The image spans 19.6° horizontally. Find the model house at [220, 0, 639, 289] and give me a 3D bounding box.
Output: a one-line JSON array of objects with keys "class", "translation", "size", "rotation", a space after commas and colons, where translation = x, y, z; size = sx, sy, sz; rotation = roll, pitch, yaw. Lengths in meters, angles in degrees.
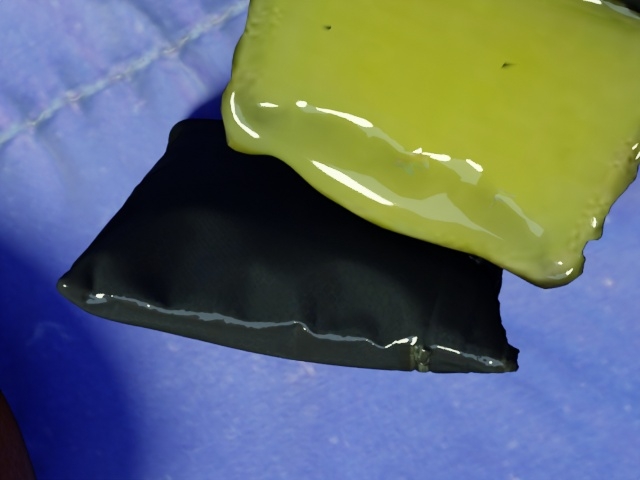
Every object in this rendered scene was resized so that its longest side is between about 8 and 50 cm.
[{"class": "model house", "translation": [0.087, -0.126, 0.889], "size": [0.193, 0.234, 0.175], "rotation": [24, 129, 5]}]

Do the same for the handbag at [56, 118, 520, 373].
[{"class": "handbag", "translation": [0.000, 0.000, 0.941], "size": [0.211, 0.254, 0.089], "rotation": [11, 109, 4]}]

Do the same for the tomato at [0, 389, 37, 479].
[{"class": "tomato", "translation": [-0.307, 0.183, 1.046], "size": [0.321, 0.321, 0.321], "rotation": [4, 116, 7]}]
